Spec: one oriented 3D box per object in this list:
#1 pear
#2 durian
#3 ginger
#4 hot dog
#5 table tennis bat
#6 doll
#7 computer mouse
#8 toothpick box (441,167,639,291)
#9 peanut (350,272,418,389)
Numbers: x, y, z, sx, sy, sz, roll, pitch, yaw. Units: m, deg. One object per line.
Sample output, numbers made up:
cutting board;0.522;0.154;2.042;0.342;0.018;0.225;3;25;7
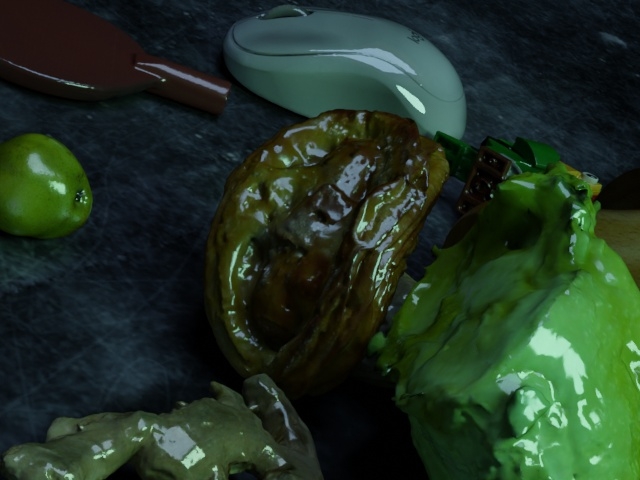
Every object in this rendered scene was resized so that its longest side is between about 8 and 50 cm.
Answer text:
pear;-0.233;-0.045;1.201;0.097;0.092;0.092;22;28;-7
durian;0.155;0.135;1.059;0.256;0.204;0.339;-35;103;-58
ginger;-0.090;0.160;0.996;0.259;0.065;0.149;-1;40;-45
hot dog;0.000;-0.003;1.170;0.175;0.114;0.259;7;54;26
table tennis bat;-0.242;-0.195;1.503;0.310;0.038;0.200;18;29;-15
doll;0.223;-0.057;1.588;0.186;0.106;0.134;12;19;-25
computer mouse;0.039;-0.201;1.668;0.297;0.121;0.184;26;29;-2
toothpick box;0.265;0.026;1.400;0.294;0.192;0.192;-4;39;-36
peanut;0.038;0.057;1.247;0.090;0.098;0.214;18;19;-48
